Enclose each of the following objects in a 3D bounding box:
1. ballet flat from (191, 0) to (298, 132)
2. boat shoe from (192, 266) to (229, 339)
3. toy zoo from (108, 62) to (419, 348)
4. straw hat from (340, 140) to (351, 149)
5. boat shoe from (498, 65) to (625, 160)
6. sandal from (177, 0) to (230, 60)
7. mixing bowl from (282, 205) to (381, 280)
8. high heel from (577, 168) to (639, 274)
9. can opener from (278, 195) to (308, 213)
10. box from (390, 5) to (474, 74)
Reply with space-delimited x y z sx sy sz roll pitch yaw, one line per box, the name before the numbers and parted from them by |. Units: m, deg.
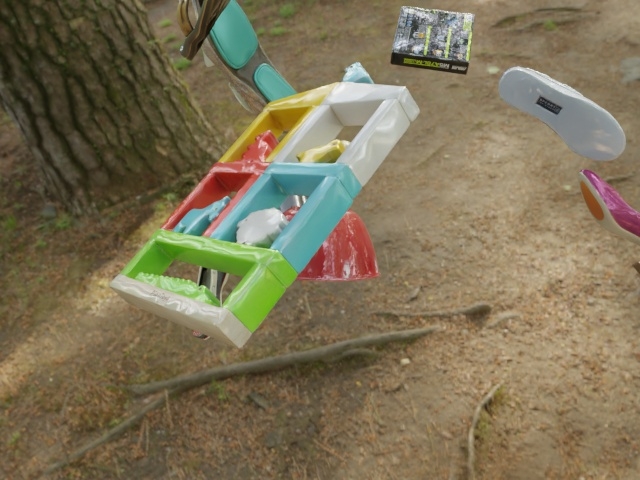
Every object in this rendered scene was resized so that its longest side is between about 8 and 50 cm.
ballet flat | -0.151 -0.320 1.183 0.106 0.316 0.107 -3 42 47
boat shoe | -0.175 0.084 0.984 0.049 0.043 0.136 11 85 35
toy zoo | -0.040 -0.050 0.558 0.192 0.030 0.293 8 54 49
straw hat | 0.060 -0.194 1.447 0.061 0.144 0.144 31 49 8
boat shoe | 0.453 -0.247 1.191 0.258 0.095 0.084 38 36 2
sandal | -0.176 -0.337 0.931 0.090 0.060 0.219 -62 17 -18
mixing bowl | 0.000 0.000 0.933 0.182 0.098 0.181 2 5 0
high heel | 0.572 -0.048 1.149 0.117 0.082 0.244 -34 76 1
can opener | -0.071 -0.063 1.143 0.095 0.076 0.283 -27 36 11
box | 0.273 -0.487 1.548 0.184 0.045 0.190 10 55 4
